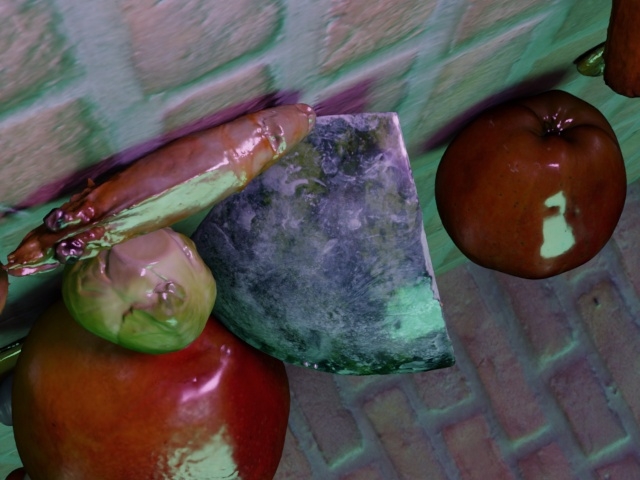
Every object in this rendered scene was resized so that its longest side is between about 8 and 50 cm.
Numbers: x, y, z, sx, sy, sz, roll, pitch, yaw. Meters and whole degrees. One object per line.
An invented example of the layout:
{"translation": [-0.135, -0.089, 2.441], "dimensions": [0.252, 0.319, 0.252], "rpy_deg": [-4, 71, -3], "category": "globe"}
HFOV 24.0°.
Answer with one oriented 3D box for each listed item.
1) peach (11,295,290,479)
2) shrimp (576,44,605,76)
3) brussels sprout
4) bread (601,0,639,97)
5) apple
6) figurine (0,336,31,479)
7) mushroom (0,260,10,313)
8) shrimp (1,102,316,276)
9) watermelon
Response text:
{"translation": [-0.176, 0.172, 1.605], "dimensions": [0.307, 0.308, 0.332], "rpy_deg": [-21, 168, -33], "category": "peach"}
{"translation": [0.341, -0.215, 1.750], "dimensions": [0.083, 0.023, 0.114], "rpy_deg": [-32, 167, 19], "category": "shrimp"}
{"translation": [-0.168, 0.038, 1.395], "dimensions": [0.155, 0.155, 0.117], "rpy_deg": [-34, -156, 45], "category": "brussels sprout"}
{"translation": [0.365, -0.189, 1.321], "dimensions": [0.232, 0.135, 0.246], "rpy_deg": [-9, -164, -20], "category": "bread"}
{"translation": [0.255, -0.068, 1.782], "dimensions": [0.234, 0.234, 0.234], "rpy_deg": [-26, 172, -4], "category": "apple"}
{"translation": [-0.316, 0.251, 1.822], "dimensions": [0.181, 0.257, 0.208], "rpy_deg": [-18, 170, -44], "category": "figurine"}
{"translation": [-0.335, 0.091, 1.322], "dimensions": [0.123, 0.095, 0.351], "rpy_deg": [-42, 180, -22], "category": "mushroom"}
{"translation": [-0.131, -0.040, 1.239], "dimensions": [0.294, 0.062, 0.154], "rpy_deg": [-24, 178, -24], "category": "shrimp"}
{"translation": [0.000, 0.000, 1.470], "dimensions": [0.289, 0.320, 0.214], "rpy_deg": [-11, -142, 26], "category": "watermelon"}
